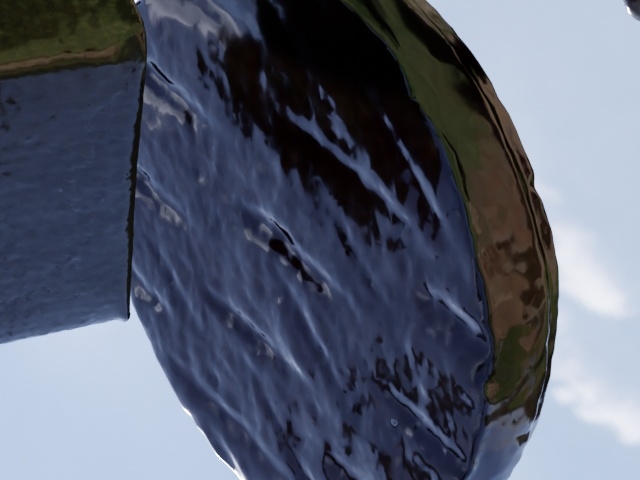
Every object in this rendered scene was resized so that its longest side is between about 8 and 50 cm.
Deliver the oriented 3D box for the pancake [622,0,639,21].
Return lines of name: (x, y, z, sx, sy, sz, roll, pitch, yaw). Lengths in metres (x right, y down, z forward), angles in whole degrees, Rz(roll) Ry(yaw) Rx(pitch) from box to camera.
pancake: (0.379, -0.278, 1.448, 0.288, 0.286, 0.033, 51, -173, -12)

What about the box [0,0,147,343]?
box: (-0.192, -0.080, 0.966, 0.143, 0.273, 0.184, -12, -122, -17)

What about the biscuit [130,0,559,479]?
biscuit: (0.000, 0.000, 1.109, 0.091, 0.407, 0.407, -18, -113, -35)
